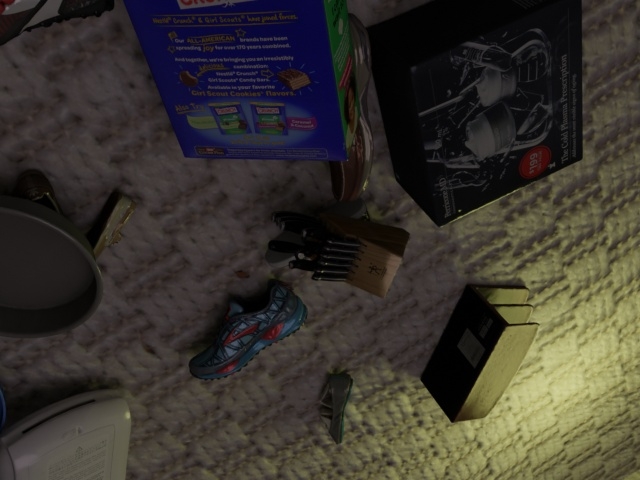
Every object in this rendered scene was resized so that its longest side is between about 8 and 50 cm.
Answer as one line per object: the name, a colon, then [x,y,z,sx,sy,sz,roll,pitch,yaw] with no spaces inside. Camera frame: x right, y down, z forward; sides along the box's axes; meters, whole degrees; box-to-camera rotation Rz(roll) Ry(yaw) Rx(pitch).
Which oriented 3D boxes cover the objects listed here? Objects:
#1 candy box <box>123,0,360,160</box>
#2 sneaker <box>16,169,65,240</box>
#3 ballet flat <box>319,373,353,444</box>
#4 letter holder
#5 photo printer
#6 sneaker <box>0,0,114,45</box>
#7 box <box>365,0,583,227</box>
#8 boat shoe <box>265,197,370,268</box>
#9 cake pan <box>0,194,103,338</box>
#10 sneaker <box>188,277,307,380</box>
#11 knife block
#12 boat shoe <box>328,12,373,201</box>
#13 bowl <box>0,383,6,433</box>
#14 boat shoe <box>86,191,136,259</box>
candy box: [-0.097,-0.264,1.026,0.268,0.122,0.317,3,141,13]
sneaker: [-0.434,-0.019,1.172,0.066,0.071,0.188,-23,131,-11]
ballet flat: [0.031,0.395,1.738,0.068,0.072,0.213,8,123,1]
letter holder: [0.416,0.271,1.776,0.214,0.152,0.302,3,122,-31]
photo printer: [-0.496,0.433,1.417,0.256,0.107,0.307,-19,134,-41]
sneaker: [-0.352,-0.326,0.966,0.276,0.097,0.135,-41,130,4]
box: [0.279,-0.250,1.294,0.312,0.179,0.343,-25,131,-7]
boat shoe: [0.000,0.000,1.406,0.219,0.078,0.070,-30,131,-6]
cake pan: [-0.486,0.041,1.147,0.293,0.054,0.293,-2,133,-2]
sneaker: [-0.162,0.167,1.455,0.262,0.104,0.125,-35,115,-5]
knife block: [0.032,0.004,1.342,0.242,0.275,0.088,25,107,5]
boat shoe: [0.017,-0.214,1.237,0.116,0.123,0.324,-11,119,-13]
bowl: [-0.745,0.289,1.241,0.391,0.077,0.391,-14,129,-17]
boat shoe: [-0.353,-0.015,1.228,0.045,0.050,0.135,24,105,-39]
